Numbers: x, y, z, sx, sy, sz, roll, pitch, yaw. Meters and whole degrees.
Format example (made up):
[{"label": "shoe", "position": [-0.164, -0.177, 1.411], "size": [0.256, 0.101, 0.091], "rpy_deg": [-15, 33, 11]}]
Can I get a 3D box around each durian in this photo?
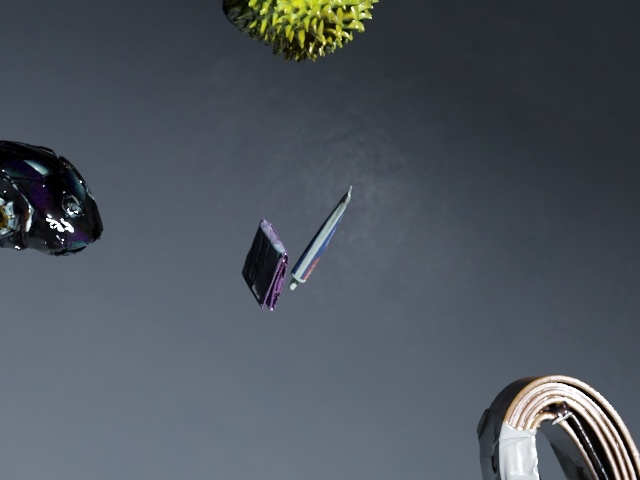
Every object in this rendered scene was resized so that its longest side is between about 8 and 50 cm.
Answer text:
[{"label": "durian", "position": [-0.032, -0.388, 1.510], "size": [0.291, 0.224, 0.291], "rpy_deg": [47, 30, -37]}]

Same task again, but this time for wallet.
[{"label": "wallet", "position": [-0.094, 0.041, 1.918], "size": [0.030, 0.111, 0.166], "rpy_deg": [15, 18, -24]}]

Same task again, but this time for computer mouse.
[{"label": "computer mouse", "position": [-0.325, -0.062, 1.160], "size": [0.241, 0.078, 0.146], "rpy_deg": [28, 23, 23]}]

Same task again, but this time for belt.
[{"label": "belt", "position": [0.303, 0.300, 1.370], "size": [0.261, 0.184, 0.105], "rpy_deg": [65, -11, 5]}]

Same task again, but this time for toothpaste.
[{"label": "toothpaste", "position": [0.000, 0.000, 1.234], "size": [0.021, 0.140, 0.037], "rpy_deg": [30, 18, -5]}]
